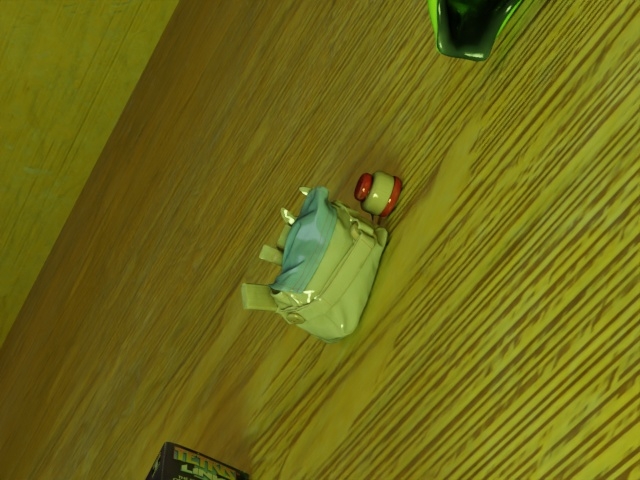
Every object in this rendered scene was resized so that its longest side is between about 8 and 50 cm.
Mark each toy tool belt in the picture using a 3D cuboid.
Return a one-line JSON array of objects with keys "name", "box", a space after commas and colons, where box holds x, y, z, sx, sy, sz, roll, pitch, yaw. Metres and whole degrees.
[{"name": "toy tool belt", "box": [0.000, 0.000, 0.750, 0.052, 0.051, 0.083, 140, 151, -66]}]

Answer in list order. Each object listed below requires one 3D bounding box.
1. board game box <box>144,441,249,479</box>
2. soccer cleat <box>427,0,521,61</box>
[{"name": "board game box", "box": [-0.086, 0.196, 0.774, 0.141, 0.048, 0.170, -99, 34, -68]}, {"name": "soccer cleat", "box": [0.084, -0.138, 0.640, 0.179, 0.060, 0.072, 117, 161, -51]}]
